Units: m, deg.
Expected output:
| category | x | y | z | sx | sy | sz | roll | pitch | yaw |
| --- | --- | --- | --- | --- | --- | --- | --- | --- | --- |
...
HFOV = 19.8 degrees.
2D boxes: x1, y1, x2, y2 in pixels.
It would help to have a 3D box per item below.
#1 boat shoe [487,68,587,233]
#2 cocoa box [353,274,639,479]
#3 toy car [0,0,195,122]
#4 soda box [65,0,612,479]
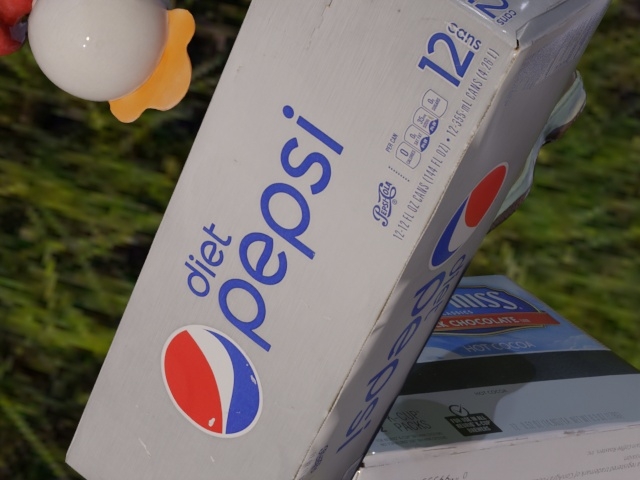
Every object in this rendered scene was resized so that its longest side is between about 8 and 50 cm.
| category | x | y | z | sx | sy | sz | roll | pitch | yaw |
| --- | --- | --- | --- | --- | --- | --- | --- | --- | --- |
| boat shoe | 0.094 | -0.069 | 1.074 | 0.190 | 0.068 | 0.072 | -53 | 134 | -45 |
| cocoa box | 0.055 | 0.177 | 1.332 | 0.347 | 0.228 | 0.231 | -2 | 119 | -40 |
| toy car | -0.178 | -0.200 | 1.411 | 0.210 | 0.238 | 0.219 | -55 | 169 | 13 |
| soda box | 0.000 | 0.000 | 0.705 | 0.091 | 0.098 | 0.286 | -35 | 156 | -50 |
